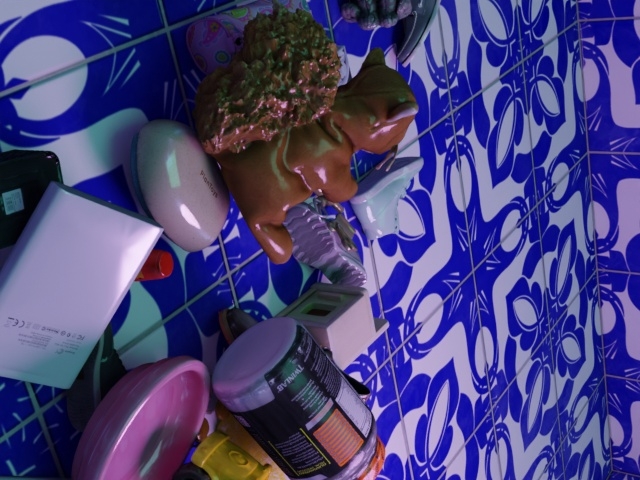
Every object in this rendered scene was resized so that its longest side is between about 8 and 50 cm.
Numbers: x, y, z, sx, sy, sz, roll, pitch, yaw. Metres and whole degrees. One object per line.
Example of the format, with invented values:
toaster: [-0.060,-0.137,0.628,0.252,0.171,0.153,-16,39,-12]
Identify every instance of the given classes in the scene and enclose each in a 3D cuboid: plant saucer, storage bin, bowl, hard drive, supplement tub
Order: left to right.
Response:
storage bin: [-0.475,-0.060,1.367,0.180,0.084,0.122,-27,116,-51]
hard drive: [-0.397,0.077,1.412,0.203,0.040,0.308,24,100,-47]
plant saucer: [-0.312,0.340,1.578,0.332,0.084,0.332,-53,158,-32]
bowl: [-0.077,0.437,1.940,0.289,0.156,0.290,-11,104,-53]
supplement tub: [-0.032,0.324,1.741,0.338,0.207,0.207,54,51,-23]

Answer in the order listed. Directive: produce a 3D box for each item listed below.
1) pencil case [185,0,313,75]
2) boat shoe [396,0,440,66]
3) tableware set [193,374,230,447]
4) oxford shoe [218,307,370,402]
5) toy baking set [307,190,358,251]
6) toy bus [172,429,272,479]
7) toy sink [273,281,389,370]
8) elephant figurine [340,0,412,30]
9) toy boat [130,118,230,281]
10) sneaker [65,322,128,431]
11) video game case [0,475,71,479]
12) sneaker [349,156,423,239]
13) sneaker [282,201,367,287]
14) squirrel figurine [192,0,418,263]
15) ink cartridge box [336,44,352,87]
pencil case: [-0.128,-0.398,1.777,0.284,0.124,0.124,-33,121,-49]
boat shoe: [0.241,-0.588,2.317,0.099,0.116,0.320,24,79,-9]
tableware set: [-0.219,0.342,1.836,0.104,0.024,0.154,24,72,-51]
oxford shoe: [-0.051,0.238,1.880,0.363,0.132,0.130,41,21,-22]
toy baking set: [0.011,-0.074,1.991,0.256,0.030,0.197,43,15,-33]
toy bus: [-0.174,0.500,1.722,0.220,0.211,0.149,-66,170,15]
toy sink: [0.027,0.178,2.051,0.234,0.152,0.131,-35,122,-46]
elephant figurine: [0.120,-0.606,2.048,0.169,0.186,0.239,-31,131,-23]
toy boat: [-0.284,-0.055,1.600,0.268,0.148,0.318,66,33,-41]
sneaker: [-0.373,0.204,1.570,0.118,0.083,0.222,-10,104,-65]
video game case: [-0.489,0.476,1.478,0.212,0.023,0.193,23,77,-54]
sneaker: [0.174,-0.102,2.263,0.256,0.094,0.151,-37,118,-34]
sneaker: [0.000,0.000,2.063,0.281,0.105,0.115,50,20,-40]
squirrel figurine: [-0.017,-0.222,1.652,0.397,0.370,0.281,58,8,-47]
ink cartridge box: [0.010,-0.298,2.051,0.206,0.045,0.208,-45,131,-42]
